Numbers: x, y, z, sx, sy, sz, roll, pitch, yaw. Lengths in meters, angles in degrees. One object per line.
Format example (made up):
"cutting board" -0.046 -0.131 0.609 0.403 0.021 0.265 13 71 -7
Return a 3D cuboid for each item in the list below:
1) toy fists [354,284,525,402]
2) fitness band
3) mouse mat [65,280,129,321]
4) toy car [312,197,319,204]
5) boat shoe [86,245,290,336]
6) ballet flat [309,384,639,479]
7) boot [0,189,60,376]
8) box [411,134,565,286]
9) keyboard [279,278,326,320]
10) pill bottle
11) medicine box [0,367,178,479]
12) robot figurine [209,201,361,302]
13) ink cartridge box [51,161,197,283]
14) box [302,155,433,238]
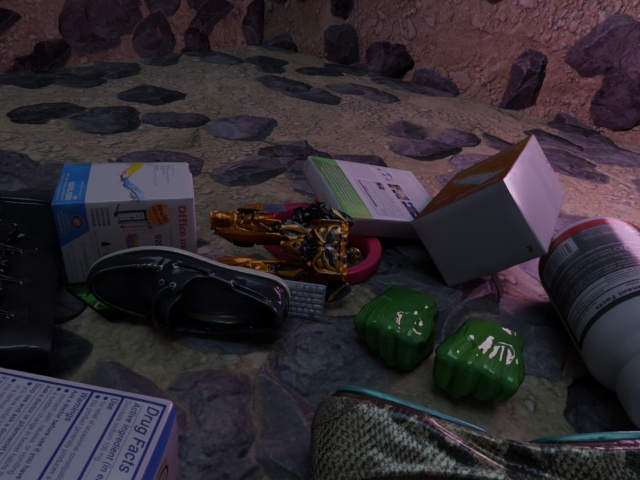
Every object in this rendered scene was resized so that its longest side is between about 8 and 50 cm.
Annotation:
"toy fists" 0.189 0.172 0.780 0.279 0.096 0.142 23 25 25
"fitness band" 0.000 0.000 1.057 0.209 0.054 0.291 -18 41 -40
"mouse mat" -0.353 0.076 0.896 0.152 0.007 0.189 25 36 25
"toy car" 0.073 -0.155 1.312 0.239 0.053 0.225 -4 34 -18
"boat shoe" -0.218 0.098 0.776 0.339 0.127 0.113 14 20 -9
"ballet flat" 0.219 0.298 0.556 0.482 0.164 0.182 6 53 8
"boot" -0.602 0.075 0.731 0.366 0.146 0.445 -8 39 -20
"box" 0.384 -0.074 1.054 0.168 0.215 0.345 58 39 -6
"keyboard" -0.120 0.095 0.852 0.255 0.072 0.014 8 27 0
"pill bottle" 0.532 0.129 0.809 0.210 0.210 0.363 8 32 0
"medicine box" -0.306 0.261 0.405 0.289 0.149 0.263 12 34 -1
"robot figurine" -0.068 0.020 0.899 0.290 0.085 0.211 1 74 4
"ink cartridge box" -0.361 -0.041 0.913 0.232 0.171 0.168 -5 33 -18
"box" 0.139 -0.100 1.143 0.321 0.058 0.232 4 40 -31
